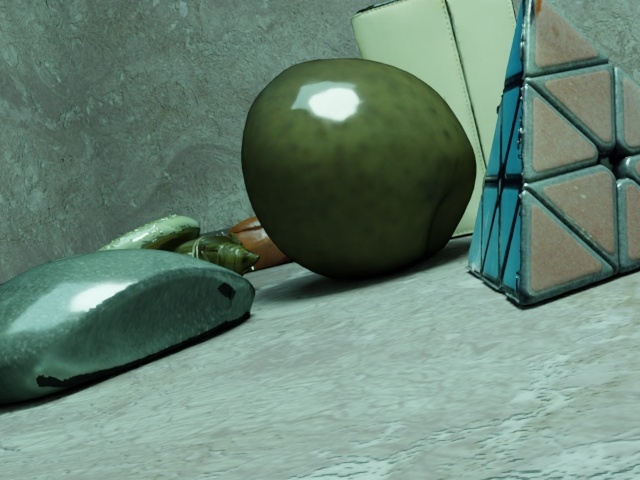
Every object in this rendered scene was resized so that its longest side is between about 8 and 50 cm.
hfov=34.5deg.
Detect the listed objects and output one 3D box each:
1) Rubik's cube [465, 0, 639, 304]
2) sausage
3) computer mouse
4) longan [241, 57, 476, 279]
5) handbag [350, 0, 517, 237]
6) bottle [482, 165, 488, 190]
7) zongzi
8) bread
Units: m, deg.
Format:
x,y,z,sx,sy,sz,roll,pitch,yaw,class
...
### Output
x,y,z,sx,sy,sz,roll,pitch,yaw,class
0.231,-0.046,0.952,0.229,0.233,0.228,-47,48,3,Rubik's cube
-0.010,-0.020,1.746,0.330,0.102,0.102,-14,4,-4,sausage
-0.212,0.064,1.040,0.203,0.114,0.374,-12,3,30,computer mouse
0.052,-0.089,1.294,0.288,0.288,0.350,-10,-4,36,longan
0.196,-0.189,1.538,0.237,0.358,0.160,-13,6,9,handbag
0.315,-0.069,1.215,0.253,0.120,0.120,-14,4,-35,bottle
-0.121,0.023,1.508,0.184,0.084,0.187,-12,6,29,zongzi
-0.293,0.038,1.527,0.267,0.040,0.267,-33,-6,-4,bread
